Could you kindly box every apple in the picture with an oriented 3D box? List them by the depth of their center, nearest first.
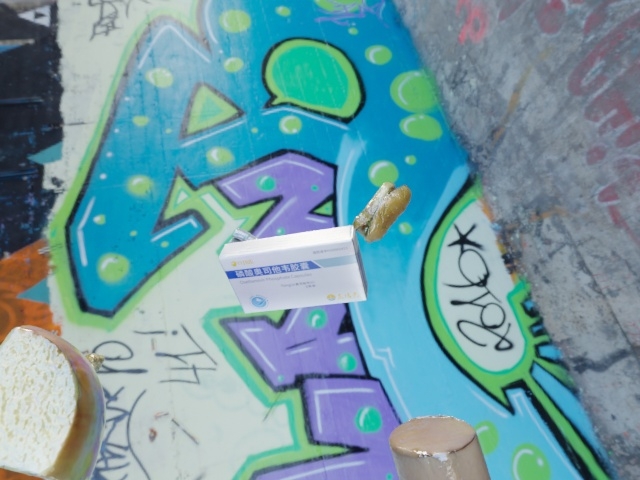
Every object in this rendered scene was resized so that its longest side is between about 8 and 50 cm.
[{"bbox_3d":[-0.553,0.344,0.779,0.314,0.252,0.309,59,151,19],"label":"apple"}]

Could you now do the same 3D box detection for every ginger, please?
[{"bbox_3d":[-0.835,0.454,1.337,0.118,0.299,0.065,7,-127,-62],"label":"ginger"}]

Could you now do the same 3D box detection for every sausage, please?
[{"bbox_3d":[0.186,0.385,0.554,0.123,0.123,0.252,151,105,-75],"label":"sausage"}]

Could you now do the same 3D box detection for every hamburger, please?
[{"bbox_3d":[0.233,-0.114,1.502,0.124,0.262,0.131,37,179,11],"label":"hamburger"}]

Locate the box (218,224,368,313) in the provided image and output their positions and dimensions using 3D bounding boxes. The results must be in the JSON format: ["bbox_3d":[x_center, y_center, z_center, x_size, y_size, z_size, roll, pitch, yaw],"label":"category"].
[{"bbox_3d":[-0.064,0.081,1.036,0.065,0.344,0.200,-81,-21,-53],"label":"box"}]

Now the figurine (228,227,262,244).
[{"bbox_3d":[-0.187,0.070,1.652,0.382,0.224,0.205,46,-163,8],"label":"figurine"}]
